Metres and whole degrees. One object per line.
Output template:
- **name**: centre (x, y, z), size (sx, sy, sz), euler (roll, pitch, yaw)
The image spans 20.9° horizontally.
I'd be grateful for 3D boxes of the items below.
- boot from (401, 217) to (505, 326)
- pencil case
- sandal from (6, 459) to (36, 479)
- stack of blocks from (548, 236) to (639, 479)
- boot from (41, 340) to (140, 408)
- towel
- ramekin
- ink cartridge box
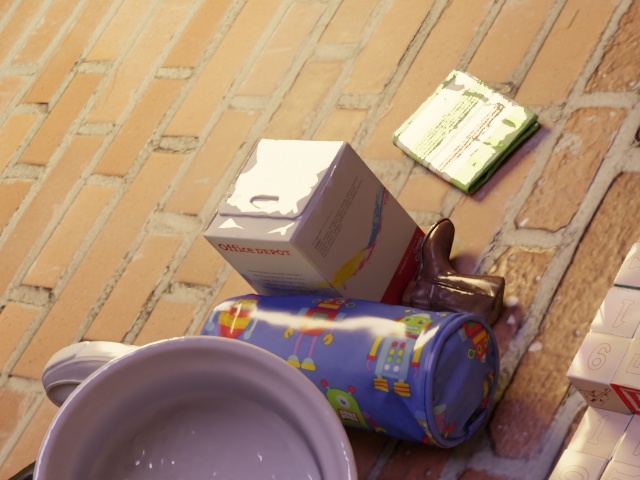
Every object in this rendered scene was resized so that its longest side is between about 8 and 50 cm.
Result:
- **boot**: centre (0.141, 0.031, 1.674), size (0.114, 0.037, 0.106), euler (7, 72, 49)
- **pencil case**: centre (0.024, 0.121, 1.623), size (0.306, 0.133, 0.119), euler (3, 36, 42)
- **sandal**: centre (-0.293, 0.302, 1.704), size (0.446, 0.167, 0.107), euler (-30, 21, 15)
- **stack of blocks**: centre (0.270, 0.139, 1.347), size (0.087, 0.171, 0.297), euler (10, 61, 46)
- **boot**: centre (-0.208, 0.178, 1.790), size (0.258, 0.095, 0.123), euler (-6, 43, 36)
- **towel**: centre (0.152, -0.114, 1.825), size (0.113, 0.023, 0.152), euler (-47, 40, -2)
- **ramekin**: centre (-0.105, 0.232, 1.521), size (0.277, 0.135, 0.277), euler (0, 74, 0)
- **ink cartridge box**: centre (0.000, 0.000, 1.715), size (0.128, 0.176, 0.127), euler (4, 57, 43)
